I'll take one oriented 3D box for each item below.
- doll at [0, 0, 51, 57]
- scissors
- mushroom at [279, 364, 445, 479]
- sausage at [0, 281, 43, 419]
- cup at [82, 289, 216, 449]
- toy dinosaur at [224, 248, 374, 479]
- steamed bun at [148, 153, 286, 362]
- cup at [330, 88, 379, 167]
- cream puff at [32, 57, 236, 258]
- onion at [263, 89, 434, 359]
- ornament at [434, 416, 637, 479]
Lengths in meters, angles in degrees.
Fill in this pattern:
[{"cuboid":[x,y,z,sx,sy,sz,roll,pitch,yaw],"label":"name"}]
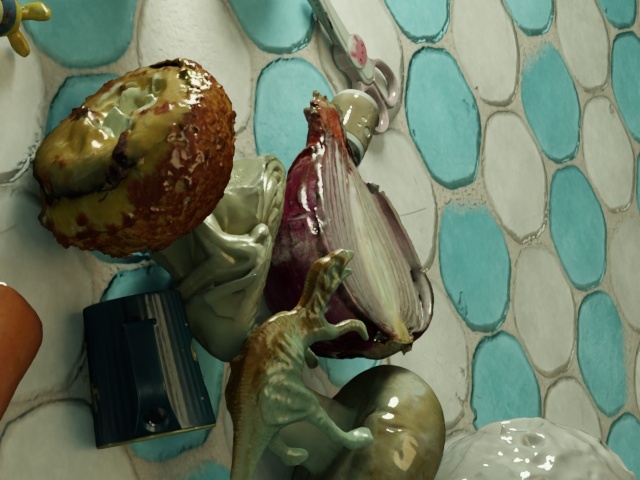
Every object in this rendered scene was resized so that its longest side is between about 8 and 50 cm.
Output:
[{"cuboid":[-0.350,-0.233,1.610,0.179,0.102,0.089,10,30,-50],"label":"doll"},{"cuboid":[0.044,-0.263,2.222,0.242,0.031,0.118,56,40,-34],"label":"scissors"},{"cuboid":[0.025,0.245,1.918,0.243,0.244,0.243,20,66,-52],"label":"mushroom"},{"cuboid":[-0.355,0.156,1.474,0.113,0.114,0.259,55,40,-31],"label":"sausage"},{"cuboid":[-0.188,0.135,1.682,0.176,0.131,0.155,133,-54,-77],"label":"cup"},{"cuboid":[-0.050,0.203,1.756,0.393,0.092,0.205,-50,130,-15],"label":"toy dinosaur"},{"cuboid":[-0.127,0.012,1.799,0.211,0.144,0.218,-80,-176,-55],"label":"steamed bun"},{"cuboid":[0.043,-0.142,2.150,0.102,0.074,0.099,55,41,-32],"label":"cup"},{"cuboid":[-0.191,-0.080,1.670,0.240,0.240,0.164,-60,136,-43],"label":"cream puff"},{"cuboid":[0.000,0.000,1.993,0.267,0.159,0.348,18,52,-61],"label":"onion"},{"cuboid":[0.281,0.395,2.122,0.337,0.337,0.337,20,66,-52],"label":"ornament"}]
